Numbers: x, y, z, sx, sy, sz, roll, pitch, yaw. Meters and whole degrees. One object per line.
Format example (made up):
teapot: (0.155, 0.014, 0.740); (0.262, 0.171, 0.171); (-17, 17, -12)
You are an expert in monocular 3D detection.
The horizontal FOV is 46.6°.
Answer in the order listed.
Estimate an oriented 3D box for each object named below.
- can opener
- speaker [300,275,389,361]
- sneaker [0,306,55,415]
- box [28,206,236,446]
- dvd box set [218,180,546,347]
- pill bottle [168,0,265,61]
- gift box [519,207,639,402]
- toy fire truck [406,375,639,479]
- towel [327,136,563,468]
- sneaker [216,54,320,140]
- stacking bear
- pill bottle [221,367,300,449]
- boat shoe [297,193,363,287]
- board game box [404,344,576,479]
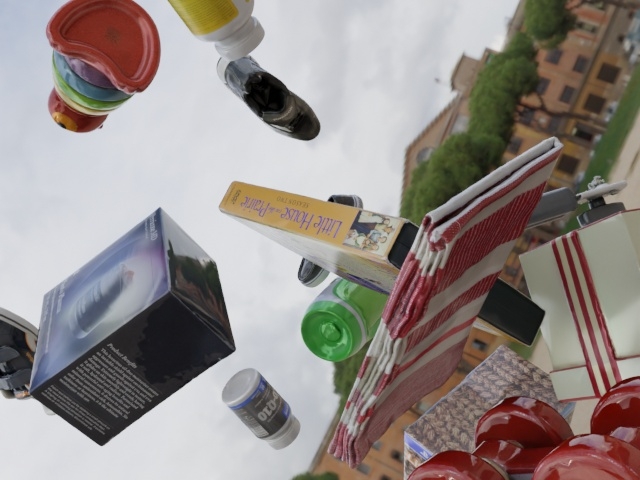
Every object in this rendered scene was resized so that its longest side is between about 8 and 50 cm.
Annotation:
can opener: (0.415, -0.048, 1.284); (0.280, 0.093, 0.074); (-12, -15, -15)
speaker: (0.074, 0.117, 1.446); (0.296, 0.131, 0.131); (-41, -29, -56)
sneaker: (-0.648, 0.260, 1.595); (0.321, 0.126, 0.127); (49, -141, -36)
box: (-0.333, 0.140, 1.315); (0.294, 0.296, 0.182); (-36, -58, 6)
dvd box set: (0.073, 0.024, 1.083); (0.308, 0.420, 0.062); (29, -97, -35)
pill bottle: (-0.155, -0.340, 1.018); (0.103, 0.103, 0.184); (-58, -46, -24)
gift box: (0.476, 0.093, 1.021); (0.255, 0.276, 0.258); (137, 122, -68)
toy fire truck: (0.226, 0.272, 0.635); (0.169, 0.302, 0.253); (-17, -93, -49)
towel: (0.128, 0.068, 0.749); (0.237, 0.037, 0.329); (-31, -32, -42)
sneaker: (-0.071, -0.221, 1.240); (0.078, 0.106, 0.234); (-47, -46, 8)
stacking bear: (-0.398, -0.284, 1.296); (0.289, 0.175, 0.164); (-34, 30, 53)
pill bottle: (-0.098, 0.287, 1.257); (0.137, 0.078, 0.078); (52, -126, -25)
boat shoe: (0.000, 0.000, 1.446); (0.076, 0.080, 0.228); (11, -50, -31)
board game box: (0.258, 0.355, 1.166); (0.232, 0.141, 0.291); (-33, -42, -28)
